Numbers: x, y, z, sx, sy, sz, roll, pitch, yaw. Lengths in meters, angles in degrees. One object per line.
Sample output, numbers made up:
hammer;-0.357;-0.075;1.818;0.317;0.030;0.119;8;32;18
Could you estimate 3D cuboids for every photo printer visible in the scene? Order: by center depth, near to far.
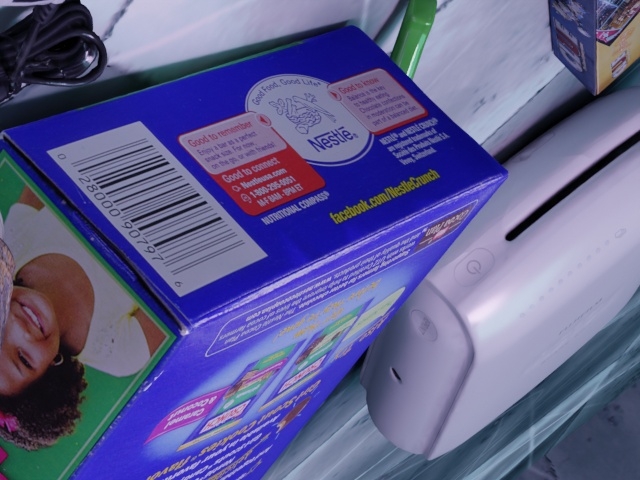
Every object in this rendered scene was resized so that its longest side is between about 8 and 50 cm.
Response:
photo printer;0.157;0.023;1.487;0.256;0.107;0.307;-37;164;-20

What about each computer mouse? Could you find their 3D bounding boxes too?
computer mouse;-0.085;-0.106;0.642;0.106;0.042;0.193;-23;162;-41

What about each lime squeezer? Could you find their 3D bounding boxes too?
lime squeezer;0.000;0.000;1.093;0.059;0.110;0.310;2;149;-15

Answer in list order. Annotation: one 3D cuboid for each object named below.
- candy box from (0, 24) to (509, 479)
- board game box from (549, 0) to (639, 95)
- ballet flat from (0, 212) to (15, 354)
candy box;-0.096;0.066;0.936;0.268;0.122;0.317;-24;156;-54
board game box;0.205;-0.185;1.153;0.165;0.042;0.243;-41;165;-3
ballet flat;-0.149;0.008;0.625;0.316;0.108;0.106;147;-41;-72
